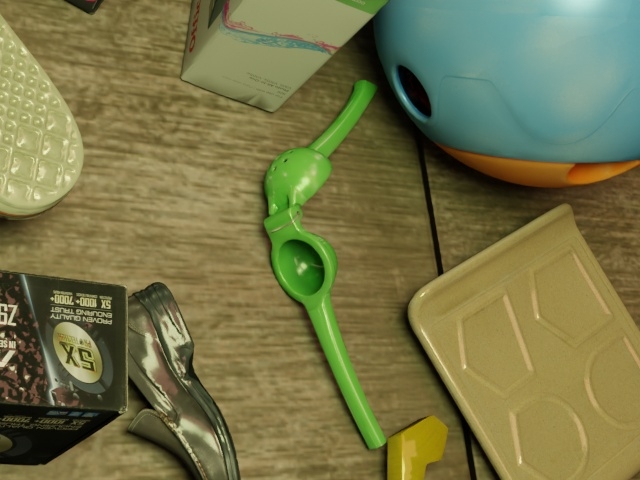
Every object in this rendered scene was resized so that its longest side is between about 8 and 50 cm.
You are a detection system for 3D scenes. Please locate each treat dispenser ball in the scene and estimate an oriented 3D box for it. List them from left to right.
[{"bbox_3d":[0.185,-0.185,0.988,0.288,0.288,0.288,13,64,-27],"label":"treat dispenser ball"}]

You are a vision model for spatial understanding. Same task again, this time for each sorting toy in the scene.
[{"bbox_3d":[0.154,0.125,0.994,0.307,0.041,0.229,-28,90,-37],"label":"sorting toy"}]

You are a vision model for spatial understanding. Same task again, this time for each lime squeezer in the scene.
[{"bbox_3d":[0.000,0.000,0.951,0.110,0.059,0.310,35,47,-53],"label":"lime squeezer"}]

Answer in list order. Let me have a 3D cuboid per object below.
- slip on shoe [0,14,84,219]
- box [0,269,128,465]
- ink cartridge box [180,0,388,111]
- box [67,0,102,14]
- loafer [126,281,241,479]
[{"bbox_3d":[-0.271,-0.155,0.790,0.123,0.101,0.331,-36,100,-37],"label":"slip on shoe"},{"bbox_3d":[-0.220,0.073,0.713,0.180,0.147,0.077,9,65,-29],"label":"box"},{"bbox_3d":[-0.017,-0.214,0.923,0.093,0.212,0.154,17,63,-21],"label":"ink cartridge box"},{"bbox_3d":[-0.170,-0.334,0.907,0.165,0.143,0.270,27,65,-19],"label":"box"},{"bbox_3d":[-0.101,0.115,0.832,0.061,0.062,0.170,-22,78,-14],"label":"loafer"}]
